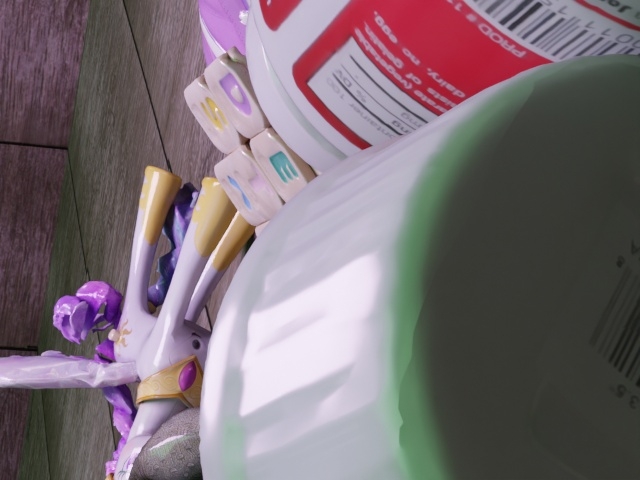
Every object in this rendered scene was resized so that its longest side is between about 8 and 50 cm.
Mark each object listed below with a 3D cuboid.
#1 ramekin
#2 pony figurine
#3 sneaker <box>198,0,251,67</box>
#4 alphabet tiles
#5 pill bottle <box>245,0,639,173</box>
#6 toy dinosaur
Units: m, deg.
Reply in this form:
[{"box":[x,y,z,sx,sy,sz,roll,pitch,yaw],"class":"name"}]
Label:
[{"box":[0.107,0.065,0.602,0.135,0.277,0.277,143,130,-58],"class":"ramekin"},{"box":[-0.175,0.114,1.618,0.351,0.303,0.363,14,84,65],"class":"pony figurine"},{"box":[-0.009,-0.122,1.131,0.282,0.102,0.161,40,153,39],"class":"sneaker"},{"box":[0.000,0.000,1.108,0.284,0.021,0.278,57,162,-5],"class":"alphabet tiles"},{"box":[0.097,-0.151,0.752,0.407,0.229,0.229,145,128,-69],"class":"pill bottle"},{"box":[-0.058,0.163,1.236,0.160,0.313,0.121,52,-139,-55],"class":"toy dinosaur"}]
